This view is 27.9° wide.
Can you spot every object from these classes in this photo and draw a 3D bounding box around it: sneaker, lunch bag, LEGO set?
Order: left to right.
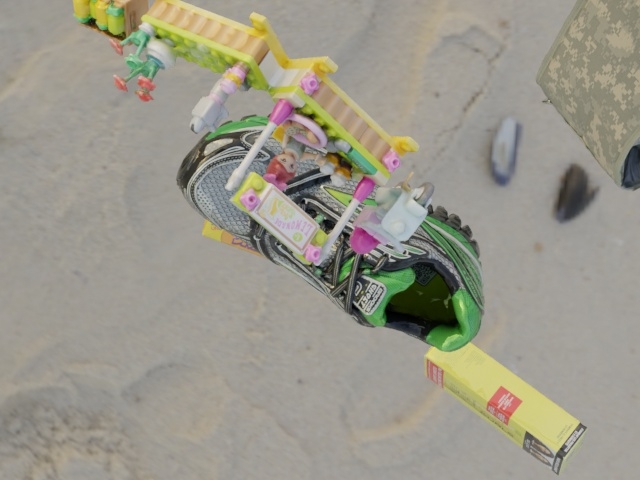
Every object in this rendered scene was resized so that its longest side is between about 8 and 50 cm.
[{"bbox_3d":[-0.057,-0.074,0.845,0.287,0.132,0.107,34,75,-6],"label":"LEGO set"},{"bbox_3d":[0.023,-0.006,1.228,0.343,0.146,0.134,24,116,-20],"label":"sneaker"},{"bbox_3d":[0.442,-0.237,1.733,0.169,0.235,0.287,10,128,-40],"label":"lunch bag"}]

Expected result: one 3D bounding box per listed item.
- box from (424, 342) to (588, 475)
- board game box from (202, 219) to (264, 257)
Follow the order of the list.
[{"bbox_3d":[0.247,0.217,1.738,0.232,0.087,0.058,37,73,19],"label":"box"},{"bbox_3d":[0.000,0.000,1.430,0.259,0.124,0.039,23,116,-10],"label":"board game box"}]
